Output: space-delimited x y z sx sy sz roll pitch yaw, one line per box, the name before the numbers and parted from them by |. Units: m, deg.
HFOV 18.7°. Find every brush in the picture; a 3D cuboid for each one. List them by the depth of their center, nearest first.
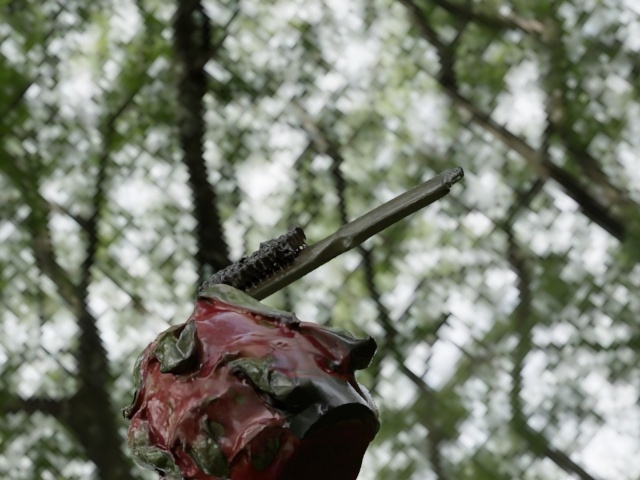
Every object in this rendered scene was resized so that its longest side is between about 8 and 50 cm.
brush | 0.000 0.000 1.456 0.248 0.036 0.043 -29 18 33

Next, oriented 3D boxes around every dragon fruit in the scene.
dragon fruit | -0.047 0.105 1.272 0.166 0.172 0.160 -38 -40 -13
